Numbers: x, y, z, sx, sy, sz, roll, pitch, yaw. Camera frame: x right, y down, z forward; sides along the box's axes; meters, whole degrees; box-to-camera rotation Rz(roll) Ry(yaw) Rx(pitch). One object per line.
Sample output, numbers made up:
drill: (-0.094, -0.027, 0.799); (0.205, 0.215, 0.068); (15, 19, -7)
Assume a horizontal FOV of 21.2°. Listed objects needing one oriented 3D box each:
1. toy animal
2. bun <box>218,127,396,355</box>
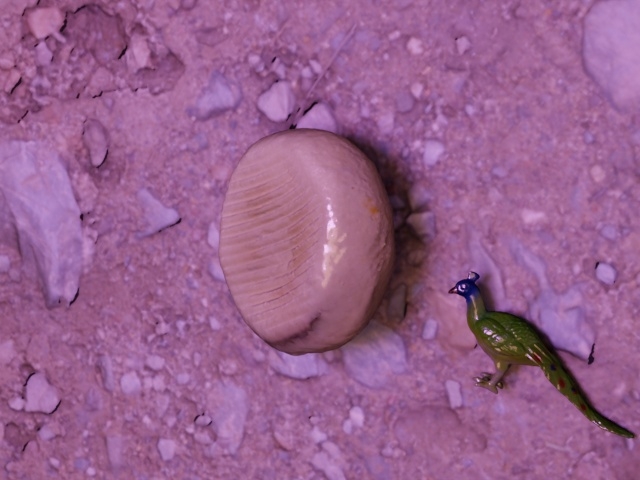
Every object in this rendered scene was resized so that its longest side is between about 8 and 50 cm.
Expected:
toy animal: (0.193, 0.128, 1.600); (0.217, 0.041, 0.075); (46, 114, 3)
bun: (0.000, 0.000, 1.616); (0.222, 0.127, 0.222); (16, 110, 51)
